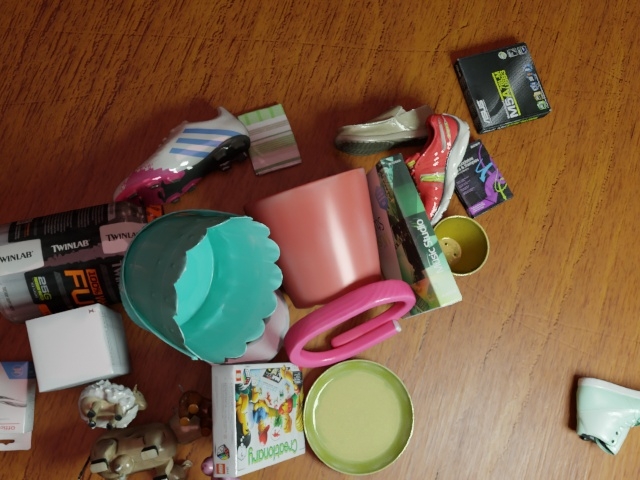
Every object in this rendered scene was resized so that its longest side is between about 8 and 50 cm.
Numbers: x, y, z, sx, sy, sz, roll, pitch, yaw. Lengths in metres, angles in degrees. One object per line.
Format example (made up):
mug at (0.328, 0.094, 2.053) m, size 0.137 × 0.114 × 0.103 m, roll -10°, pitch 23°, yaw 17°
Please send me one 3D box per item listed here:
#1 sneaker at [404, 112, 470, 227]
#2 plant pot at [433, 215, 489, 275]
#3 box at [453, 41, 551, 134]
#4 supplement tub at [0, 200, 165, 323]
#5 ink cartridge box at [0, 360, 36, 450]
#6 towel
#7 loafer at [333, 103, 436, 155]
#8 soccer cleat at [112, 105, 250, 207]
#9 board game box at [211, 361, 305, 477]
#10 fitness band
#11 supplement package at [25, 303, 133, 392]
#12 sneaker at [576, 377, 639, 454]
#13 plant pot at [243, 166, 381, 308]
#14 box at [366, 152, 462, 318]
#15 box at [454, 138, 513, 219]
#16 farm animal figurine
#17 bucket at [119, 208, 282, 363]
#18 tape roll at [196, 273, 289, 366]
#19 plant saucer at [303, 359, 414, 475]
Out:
sneaker at (0.240, -0.150, 1.527) m, size 0.118 × 0.107 × 0.279 m, roll 15°, pitch 95°, yaw -5°
plant pot at (0.300, 0.019, 1.528) m, size 0.134 × 0.095 × 0.134 m, roll 1°, pitch 79°, yaw -6°
box at (0.440, -0.369, 1.644) m, size 0.184 × 0.045 × 0.190 m, roll -15°, pitch 81°, yaw -11°
supplement tub at (-0.475, 0.037, 1.378) m, size 0.338 × 0.207 × 0.207 m, roll -12°, pitch 81°, yaw -8°
ink cartridge box at (-0.642, 0.336, 1.376) m, size 0.104 × 0.060 × 0.180 m, roll 0°, pitch 80°, yaw -7°
towel at (-0.118, -0.232, 1.567) m, size 0.113 × 0.023 × 0.152 m, roll -17°, pitch 80°, yaw -12°
loafer at (0.153, -0.259, 1.567) m, size 0.269 × 0.102 × 0.092 m, roll -8°, pitch 79°, yaw -18°
soccer cleat at (-0.316, -0.180, 1.498) m, size 0.331 × 0.116 × 0.143 m, roll -29°, pitch 67°, yaw -12°
board game box at (-0.114, 0.337, 1.323) m, size 0.053 × 0.305 × 0.193 m, roll -6°, pitch 80°, yaw 21°
fitness band at (0.063, 0.176, 1.396) m, size 0.291 × 0.209 × 0.054 m, roll -30°, pitch 61°, yaw 10°
supplement package at (-0.463, 0.211, 1.327) m, size 0.134 × 0.244 × 0.139 m, roll -13°, pitch 81°, yaw -9°
sneaker at (0.689, 0.409, 1.502) m, size 0.256 × 0.094 × 0.151 m, roll 14°, pitch 72°, yaw 6°
plant pot at (0.000, 0.000, 1.424) m, size 0.275 × 0.275 × 0.243 m, roll -18°, pitch 93°, yaw -10°
box at (0.173, 0.001, 1.446) m, size 0.058 × 0.232 × 0.322 m, roll -21°, pitch 82°, yaw -16°
box at (0.366, -0.146, 1.601) m, size 0.116 × 0.029 × 0.162 m, roll -29°, pitch 83°, yaw -11°
farm animal figurine at (-0.301, 0.422, 1.335) m, size 0.327 × 0.172 × 0.330 m, roll 3°, pitch 105°, yaw -7°
bucket at (-0.228, 0.076, 1.279) m, size 0.183 × 0.281 × 0.281 m, roll 10°, pitch 75°, yaw 36°
tape roll at (-0.178, 0.173, 1.456) m, size 0.219 × 0.072 × 0.219 m, roll 1°, pitch 79°, yaw -6°
plant saucer at (0.081, 0.380, 1.466) m, size 0.241 × 0.037 × 0.240 m, roll 1°, pitch 79°, yaw -7°
